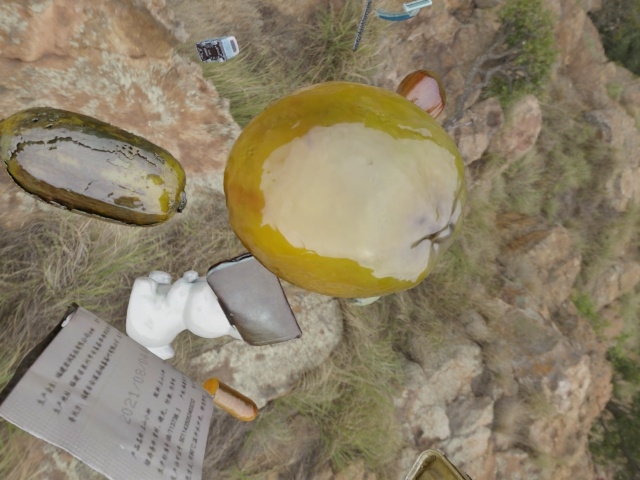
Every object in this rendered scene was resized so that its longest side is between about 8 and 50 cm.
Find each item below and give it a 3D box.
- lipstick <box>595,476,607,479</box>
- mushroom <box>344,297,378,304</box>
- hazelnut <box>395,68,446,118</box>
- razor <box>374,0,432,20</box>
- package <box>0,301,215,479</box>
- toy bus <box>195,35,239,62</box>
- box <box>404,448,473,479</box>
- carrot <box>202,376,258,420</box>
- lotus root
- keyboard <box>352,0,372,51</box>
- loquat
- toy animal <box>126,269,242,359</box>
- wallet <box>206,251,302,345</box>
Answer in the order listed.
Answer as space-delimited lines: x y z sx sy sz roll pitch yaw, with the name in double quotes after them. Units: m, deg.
0.651 0.579 1.048 0.053 0.053 0.234 -58 148 1 "lipstick"
0.131 0.107 1.776 0.247 0.130 0.345 -2 109 17 "mushroom"
0.339 -0.498 1.620 0.210 0.210 0.186 -4 85 -19 "hazelnut"
0.183 -0.540 1.095 0.068 0.191 0.037 -22 116 -15 "razor"
-0.208 0.158 0.496 0.204 0.251 0.062 39 88 -19 "package"
-0.296 -0.552 1.328 0.075 0.122 0.060 -40 130 -32 "toy bus"
0.194 0.395 0.667 0.111 0.177 0.111 -9 114 -22 "box"
-0.247 0.451 1.297 0.067 0.067 0.225 -41 134 -7 "carrot"
-0.469 -0.151 0.949 0.397 0.179 0.196 16 115 -18 "lotus root"
0.160 -0.832 1.784 0.018 0.060 0.196 19 106 7 "keyboard"
0.028 -0.064 0.579 0.276 0.283 0.276 -30 131 -42 "loquat"
-0.325 0.209 1.254 0.367 0.196 0.241 2 98 -5 "toy animal"
-0.133 0.126 0.933 0.137 0.031 0.255 -15 130 3 "wallet"
